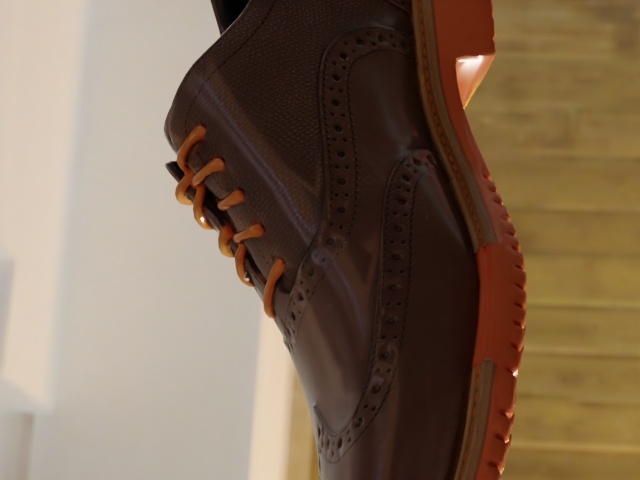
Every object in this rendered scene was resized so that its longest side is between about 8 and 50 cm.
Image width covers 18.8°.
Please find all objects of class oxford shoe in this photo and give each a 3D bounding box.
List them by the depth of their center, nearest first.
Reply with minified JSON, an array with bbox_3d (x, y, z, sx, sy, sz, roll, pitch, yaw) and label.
[{"bbox_3d":[0.000,0.000,0.771,0.133,0.363,0.130,7,141,-12],"label":"oxford shoe"}]
